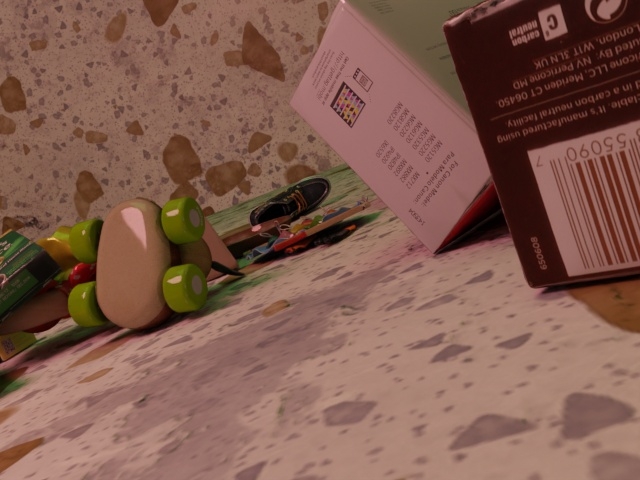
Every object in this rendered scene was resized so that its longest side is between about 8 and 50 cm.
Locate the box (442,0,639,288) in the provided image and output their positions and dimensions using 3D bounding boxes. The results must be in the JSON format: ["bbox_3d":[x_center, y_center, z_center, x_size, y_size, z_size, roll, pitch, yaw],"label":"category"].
[{"bbox_3d":[0.209,-0.092,0.421,0.168,0.167,0.203,-15,10,41],"label":"box"}]

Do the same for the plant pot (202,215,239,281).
[{"bbox_3d":[-0.192,0.015,1.019,0.096,0.109,0.109,-34,10,-7],"label":"plant pot"}]

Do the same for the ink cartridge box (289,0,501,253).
[{"bbox_3d":[0.178,-0.123,0.690,0.309,0.272,0.130,-28,-21,-42],"label":"ink cartridge box"}]

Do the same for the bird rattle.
[{"bbox_3d":[-0.349,0.082,0.945,0.207,0.143,0.253,-23,21,-19],"label":"bird rattle"}]

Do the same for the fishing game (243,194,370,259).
[{"bbox_3d":[-0.023,-0.023,0.991,0.189,0.041,0.264,-25,3,-11],"label":"fishing game"}]

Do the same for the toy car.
[{"bbox_3d":[-0.179,0.040,0.849,0.155,0.149,0.188,-11,-17,20],"label":"toy car"}]

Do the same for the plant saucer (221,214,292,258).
[{"bbox_3d":[-0.122,0.001,1.176,0.168,0.029,0.168,-21,9,3],"label":"plant saucer"}]

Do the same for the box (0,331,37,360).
[{"bbox_3d":[-0.545,0.170,1.037,0.232,0.058,0.087,-19,9,14],"label":"box"}]

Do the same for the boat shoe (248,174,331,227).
[{"bbox_3d":[-0.052,-0.071,1.374,0.183,0.065,0.083,-30,11,-11],"label":"boat shoe"}]

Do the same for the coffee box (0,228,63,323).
[{"bbox_3d":[-0.407,0.045,0.894,0.113,0.040,0.184,-44,30,-19],"label":"coffee box"}]

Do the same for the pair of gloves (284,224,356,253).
[{"bbox_3d":[0.000,0.000,0.926,0.083,0.010,0.074,-14,8,36],"label":"pair of gloves"}]
